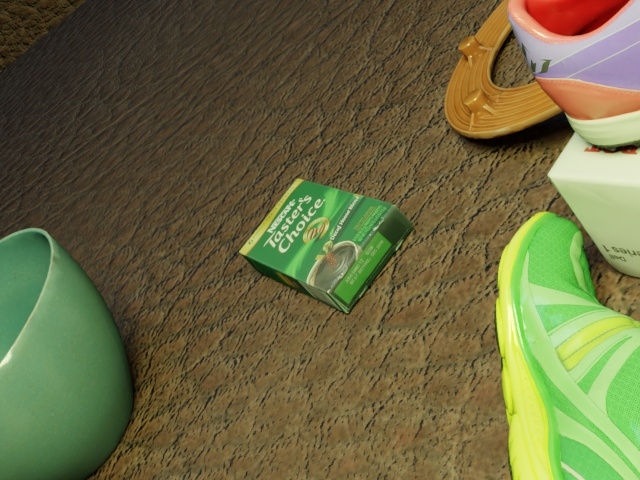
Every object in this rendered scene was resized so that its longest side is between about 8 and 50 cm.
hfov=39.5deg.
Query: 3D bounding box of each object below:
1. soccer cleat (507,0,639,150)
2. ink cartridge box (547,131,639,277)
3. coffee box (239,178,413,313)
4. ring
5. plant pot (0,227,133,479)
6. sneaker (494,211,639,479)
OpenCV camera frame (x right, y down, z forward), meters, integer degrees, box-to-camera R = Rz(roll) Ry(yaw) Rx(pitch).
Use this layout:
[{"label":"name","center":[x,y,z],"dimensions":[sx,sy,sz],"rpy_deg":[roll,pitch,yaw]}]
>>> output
[{"label":"soccer cleat","center":[0.252,-0.155,0.484],"dimensions":[0.318,0.116,0.108],"rpy_deg":[-24,35,43]},{"label":"ink cartridge box","center":[0.318,-0.104,0.600],"dimensions":[0.278,0.117,0.201],"rpy_deg":[-54,32,-14]},{"label":"coffee box","center":[0.000,0.000,0.920],"dimensions":[0.113,0.040,0.184],"rpy_deg":[-52,32,-10]},{"label":"ring","center":[0.243,-0.232,0.856],"dimensions":[0.337,0.032,0.336],"rpy_deg":[-40,22,20]},{"label":"plant pot","center":[-0.318,0.159,0.957],"dimensions":[0.290,0.195,0.290],"rpy_deg":[-29,36,24]},{"label":"sneaker","center":[0.180,0.095,0.572],"dimensions":[0.124,0.109,0.295],"rpy_deg":[-9,40,12]}]
